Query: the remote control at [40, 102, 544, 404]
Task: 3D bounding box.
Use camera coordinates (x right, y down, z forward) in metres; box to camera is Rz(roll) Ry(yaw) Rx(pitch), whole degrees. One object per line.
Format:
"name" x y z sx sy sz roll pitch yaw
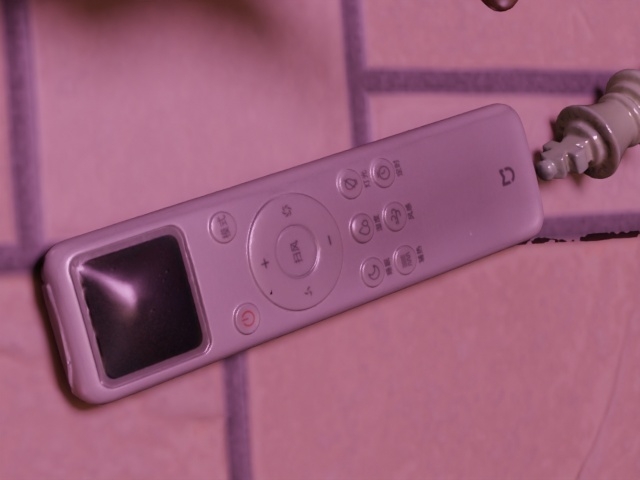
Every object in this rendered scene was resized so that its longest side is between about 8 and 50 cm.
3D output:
"remote control" 0.000 0.000 0.747 0.261 0.029 0.067 -19 98 -36

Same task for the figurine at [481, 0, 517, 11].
"figurine" -0.093 -0.183 0.622 0.387 0.166 0.207 24 36 -27

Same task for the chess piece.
"chess piece" 0.158 -0.068 0.861 0.149 0.059 0.059 -31 105 -28
